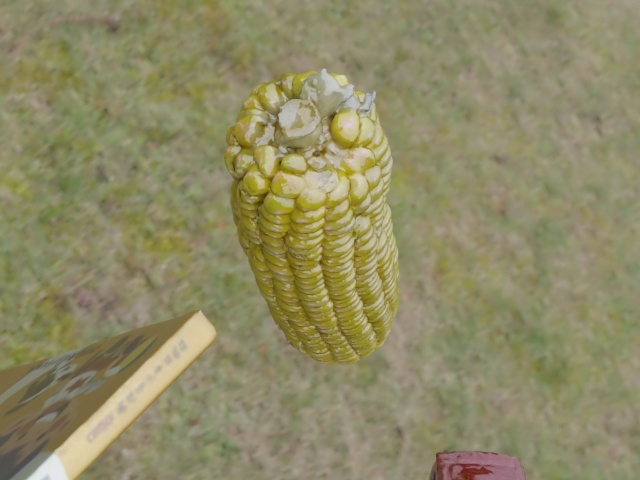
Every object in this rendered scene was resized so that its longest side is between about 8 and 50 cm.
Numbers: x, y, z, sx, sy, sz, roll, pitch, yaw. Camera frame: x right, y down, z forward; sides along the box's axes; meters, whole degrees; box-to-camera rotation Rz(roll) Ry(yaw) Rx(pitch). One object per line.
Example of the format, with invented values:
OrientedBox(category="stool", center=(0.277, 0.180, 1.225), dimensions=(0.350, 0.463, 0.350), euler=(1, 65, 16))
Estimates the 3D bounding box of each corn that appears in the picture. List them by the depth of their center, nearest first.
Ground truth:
OrientedBox(category="corn", center=(0.000, 0.000, 0.990), dimensions=(0.101, 0.292, 0.101), euler=(-2, 65, 4))

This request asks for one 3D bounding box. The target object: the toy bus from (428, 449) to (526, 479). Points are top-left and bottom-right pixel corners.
OrientedBox(category="toy bus", center=(0.081, 0.211, 0.832), dimensions=(0.073, 0.096, 0.235), euler=(3, 31, 0))

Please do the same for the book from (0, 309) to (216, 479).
OrientedBox(category="book", center=(-0.185, 0.137, 0.631), dimensions=(0.295, 0.208, 0.020), euler=(-45, 106, -34))
